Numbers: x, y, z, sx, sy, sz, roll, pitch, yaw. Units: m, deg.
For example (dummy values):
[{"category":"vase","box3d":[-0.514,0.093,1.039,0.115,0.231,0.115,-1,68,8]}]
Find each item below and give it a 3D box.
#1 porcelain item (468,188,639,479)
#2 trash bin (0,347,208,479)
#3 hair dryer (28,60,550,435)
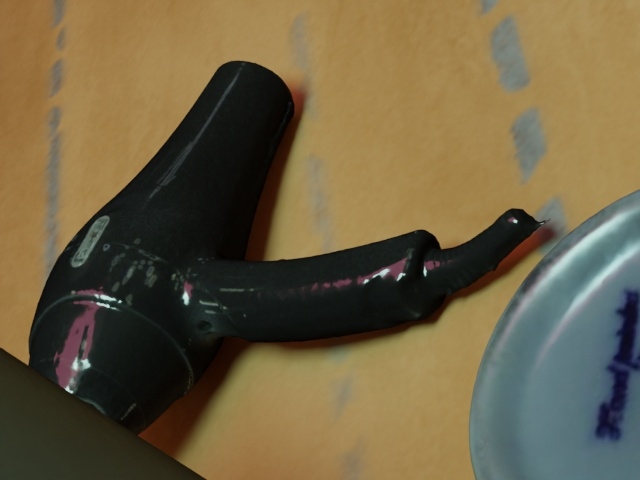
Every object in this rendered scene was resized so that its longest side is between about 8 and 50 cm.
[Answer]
[{"category":"porcelain item","box3d":[0.135,0.064,0.639,0.147,0.114,0.147,-29,40,28]},{"category":"trash bin","box3d":[-0.113,0.168,0.704,0.217,0.262,0.277,-40,35,18]},{"category":"hair dryer","box3d":[0.000,0.000,0.925,0.271,0.091,0.235,-1,47,35]}]
